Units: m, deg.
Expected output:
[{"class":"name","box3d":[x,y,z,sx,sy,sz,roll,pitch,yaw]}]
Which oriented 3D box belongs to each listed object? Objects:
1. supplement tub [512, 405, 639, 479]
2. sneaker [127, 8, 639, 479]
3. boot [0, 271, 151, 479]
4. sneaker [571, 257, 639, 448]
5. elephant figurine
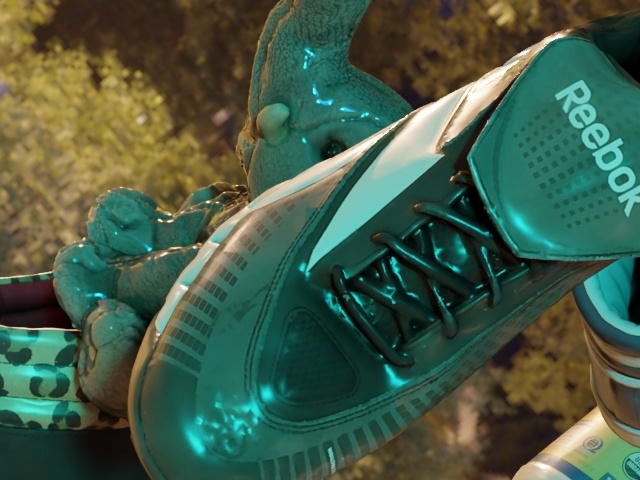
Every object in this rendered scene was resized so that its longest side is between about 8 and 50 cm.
[{"class":"supplement tub","box3d":[0.251,0.170,1.053,0.144,0.200,0.144,48,-17,20]},{"class":"sneaker","box3d":[0.047,-0.009,0.414,0.078,0.234,0.106,57,-28,-2]},{"class":"boot","box3d":[-0.084,0.164,0.873,0.377,0.284,0.138,0,14,-35]},{"class":"sneaker","box3d":[0.204,-0.045,0.698,0.099,0.282,0.153,21,-15,27]},{"class":"elephant figurine","box3d":[0.000,0.000,0.683,0.186,0.239,0.169,21,48,-43]}]
